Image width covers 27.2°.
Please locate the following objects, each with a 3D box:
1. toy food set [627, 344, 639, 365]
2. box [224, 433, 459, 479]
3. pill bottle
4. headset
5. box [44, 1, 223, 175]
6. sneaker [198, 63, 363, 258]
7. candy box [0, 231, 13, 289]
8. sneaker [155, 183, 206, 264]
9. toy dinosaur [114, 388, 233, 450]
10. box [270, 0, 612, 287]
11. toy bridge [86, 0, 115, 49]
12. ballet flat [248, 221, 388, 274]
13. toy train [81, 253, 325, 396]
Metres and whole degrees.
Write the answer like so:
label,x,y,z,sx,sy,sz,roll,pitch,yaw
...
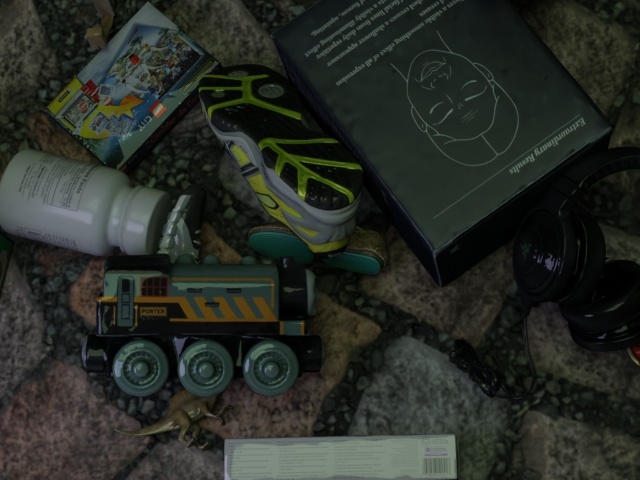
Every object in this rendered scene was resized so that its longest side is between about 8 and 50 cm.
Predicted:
label,x,y,z,sx,sy,sz,roll,pitch,yaw
toy food set,0.464,0.139,1.825,0.082,0.020,0.083,-12,74,5
box,0.030,0.304,1.822,0.324,0.063,0.067,-3,74,7
pill bottle,-0.342,-0.048,1.929,0.229,0.131,0.131,14,78,11
headset,0.339,0.048,1.783,0.243,0.185,0.394,39,92,-27
box,-0.282,-0.228,2.011,0.159,0.044,0.233,41,85,15
sneaker,-0.072,-0.118,1.883,0.145,0.147,0.385,-16,44,-20
candy box,-0.622,-0.006,1.861,0.268,0.317,0.122,7,77,9
sneaker,-0.176,0.042,1.916,0.132,0.086,0.229,21,90,8
toy dinosaur,-0.192,0.256,1.881,0.183,0.053,0.092,-32,59,-9
box,0.168,-0.188,1.852,0.293,0.212,0.395,-35,73,-2
toy bridge,-0.337,-0.369,2.044,0.026,0.063,0.188,-7,57,6
ballet flat,0.000,0.000,1.912,0.206,0.073,0.067,13,51,8
toy train,-0.159,0.113,1.811,0.334,0.142,0.190,0,92,-5
